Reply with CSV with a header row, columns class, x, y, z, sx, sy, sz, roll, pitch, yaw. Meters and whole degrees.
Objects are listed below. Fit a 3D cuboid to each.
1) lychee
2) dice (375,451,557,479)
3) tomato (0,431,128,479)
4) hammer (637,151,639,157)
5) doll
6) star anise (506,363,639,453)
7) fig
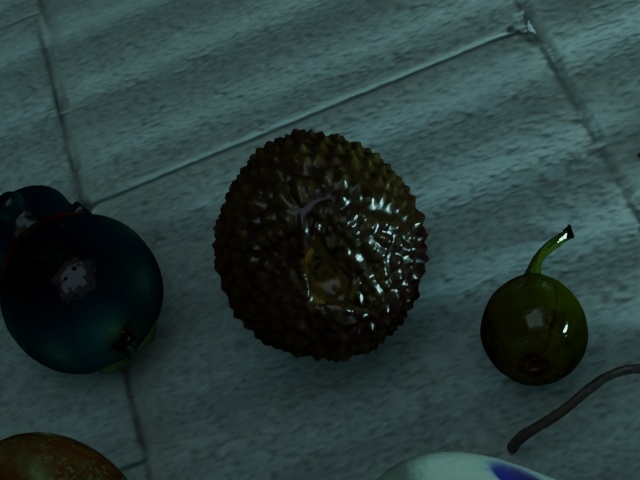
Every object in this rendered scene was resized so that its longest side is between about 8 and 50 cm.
class,x,y,z,sx,sy,sz,roll,pitch,yaw
lychee,0.000,0.000,1.456,0.267,0.267,0.268,-7,57,12
dice,0.151,0.384,1.086,0.304,0.277,0.304,27,103,33
tomato,-0.306,0.353,1.337,0.270,0.223,0.270,-21,40,19
hammer,0.442,-0.135,1.550,0.110,0.019,0.035,-34,56,0
doll,-0.320,0.046,1.554,0.198,0.186,0.322,-45,55,-13
star anise,0.330,0.143,1.355,0.227,0.219,0.148,6,18,4
fig,0.255,0.059,1.434,0.124,0.124,0.236,3,46,18
